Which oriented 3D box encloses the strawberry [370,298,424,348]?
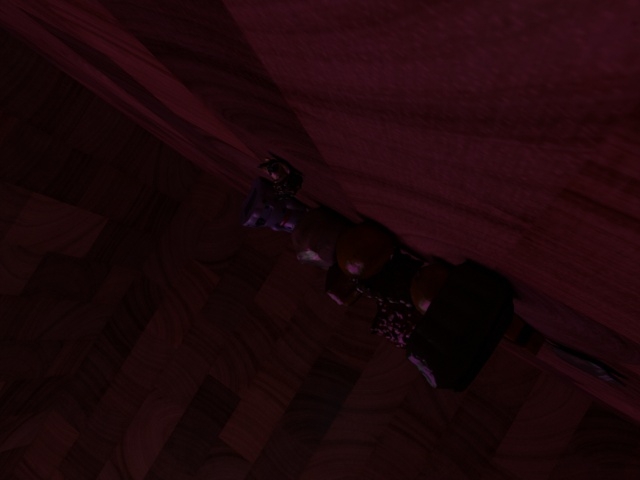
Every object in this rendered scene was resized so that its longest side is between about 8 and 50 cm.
[{"bbox_3d":[0.356,0.232,1.625,0.343,0.292,0.292,3,164,27],"label":"strawberry"}]

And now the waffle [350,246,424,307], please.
[{"bbox_3d":[0.184,0.087,1.325,0.208,0.214,0.054,23,132,9],"label":"waffle"}]

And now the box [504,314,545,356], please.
[{"bbox_3d":[0.530,0.244,1.405,0.237,0.070,0.152,30,179,-39],"label":"box"}]

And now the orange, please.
[{"bbox_3d":[0.111,0.024,1.223,0.134,0.156,0.156,52,180,7],"label":"orange"}]

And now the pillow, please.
[{"bbox_3d":[0.713,0.335,1.321,0.130,0.033,0.217,35,177,-14],"label":"pillow"}]

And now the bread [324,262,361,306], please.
[{"bbox_3d":[0.111,0.091,1.519,0.109,0.185,0.380,53,-170,-6],"label":"bread"}]

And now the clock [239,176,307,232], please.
[{"bbox_3d":[-0.154,-0.112,1.820,0.254,0.189,0.189,15,-174,-30],"label":"clock"}]

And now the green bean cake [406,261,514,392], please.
[{"bbox_3d":[0.285,0.184,0.988,0.125,0.248,0.222,31,175,32],"label":"green bean cake"}]

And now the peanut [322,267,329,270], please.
[{"bbox_3d":[0.097,0.060,1.927,0.387,0.169,0.192,24,169,45],"label":"peanut"}]

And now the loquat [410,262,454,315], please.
[{"bbox_3d":[0.282,0.123,1.160,0.141,0.141,0.141,31,178,1],"label":"loquat"}]

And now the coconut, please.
[{"bbox_3d":[-0.003,-0.002,1.519,0.194,0.194,0.194,31,178,1],"label":"coconut"}]

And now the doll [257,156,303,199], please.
[{"bbox_3d":[-0.090,-0.162,1.139,0.078,0.076,0.113,-2,125,37],"label":"doll"}]
